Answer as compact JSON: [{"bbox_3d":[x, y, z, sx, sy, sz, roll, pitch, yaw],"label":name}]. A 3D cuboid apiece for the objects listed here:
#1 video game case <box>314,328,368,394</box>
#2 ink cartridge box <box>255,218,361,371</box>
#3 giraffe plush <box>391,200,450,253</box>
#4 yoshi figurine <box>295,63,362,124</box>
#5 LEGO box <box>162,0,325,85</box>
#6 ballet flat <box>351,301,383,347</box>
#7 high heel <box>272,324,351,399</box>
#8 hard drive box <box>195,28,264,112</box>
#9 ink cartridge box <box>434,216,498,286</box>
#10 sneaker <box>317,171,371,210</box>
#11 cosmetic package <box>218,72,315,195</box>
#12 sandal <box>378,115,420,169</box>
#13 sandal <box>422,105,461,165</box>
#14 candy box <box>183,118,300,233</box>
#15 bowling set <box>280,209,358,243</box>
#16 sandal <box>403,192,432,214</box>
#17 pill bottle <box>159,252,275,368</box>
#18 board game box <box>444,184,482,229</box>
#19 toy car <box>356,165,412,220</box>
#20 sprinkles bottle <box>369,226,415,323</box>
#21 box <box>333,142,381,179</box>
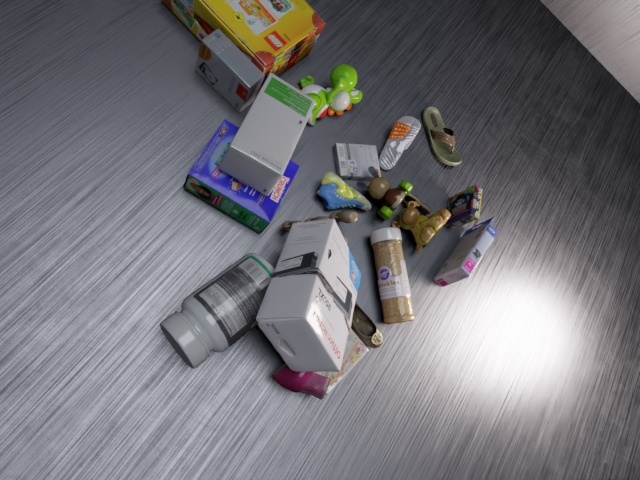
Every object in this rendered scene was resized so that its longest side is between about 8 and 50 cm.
[{"bbox_3d":[0.032,0.386,1.624,0.227,0.026,0.206,-40,92,-28],"label":"video game case"},{"bbox_3d":[-0.018,0.172,1.448,0.286,0.166,0.395,61,33,-38],"label":"ink cartridge box"},{"bbox_3d":[0.390,-0.074,1.841,0.170,0.210,0.181,41,58,13],"label":"giraffe plush"},{"bbox_3d":[0.010,-0.607,1.827,0.361,0.203,0.204,-18,75,-29],"label":"yoshi figurine"},{"bbox_3d":[-0.291,-0.881,1.778,0.500,0.193,0.372,46,63,-4],"label":"LEGO box"},{"bbox_3d":[0.147,0.290,1.682,0.084,0.058,0.250,-37,91,-27],"label":"ballet flat"},{"bbox_3d":[-0.014,0.325,1.544,0.181,0.127,0.378,25,64,-9],"label":"high heel"},{"bbox_3d":[-0.335,-0.617,1.688,0.232,0.181,0.089,43,64,-5],"label":"hard drive box"},{"bbox_3d":[0.604,0.045,1.877,0.065,0.186,0.311,41,63,-4],"label":"ink cartridge box"},{"bbox_3d":[0.083,-0.160,1.793,0.240,0.091,0.126,35,97,-24],"label":"sneaker"},{"bbox_3d":[-0.176,-0.362,1.566,0.196,0.155,0.366,27,57,-15],"label":"cosmetic package"},{"bbox_3d":[0.326,-0.414,1.970,0.101,0.076,0.265,33,85,5],"label":"sandal"},{"bbox_3d":[0.547,-0.474,2.065,0.120,0.086,0.303,-19,82,-26],"label":"sandal"},{"bbox_3d":[-0.273,-0.225,1.627,0.317,0.122,0.268,31,62,-10],"label":"candy box"},{"bbox_3d":[0.000,0.000,1.683,0.286,0.154,0.200,-8,96,-26],"label":"bowling set"},{"bbox_3d":[0.387,-0.155,1.921,0.180,0.072,0.049,35,86,-14],"label":"sandal"},{"bbox_3d":[-0.299,0.215,1.437,0.361,0.204,0.204,-37,90,-27],"label":"pill bottle"},{"bbox_3d":[0.601,-0.138,1.940,0.048,0.170,0.141,22,67,-17],"label":"board game box"},{"bbox_3d":[0.240,-0.199,1.818,0.188,0.149,0.155,38,88,3],"label":"toy car"},{"bbox_3d":[0.273,0.133,1.748,0.121,0.121,0.356,-2,75,-23],"label":"sprinkles bottle"},{"bbox_3d":[0.150,-0.322,1.881,0.186,0.038,0.145,-2,76,-22],"label":"box"}]
